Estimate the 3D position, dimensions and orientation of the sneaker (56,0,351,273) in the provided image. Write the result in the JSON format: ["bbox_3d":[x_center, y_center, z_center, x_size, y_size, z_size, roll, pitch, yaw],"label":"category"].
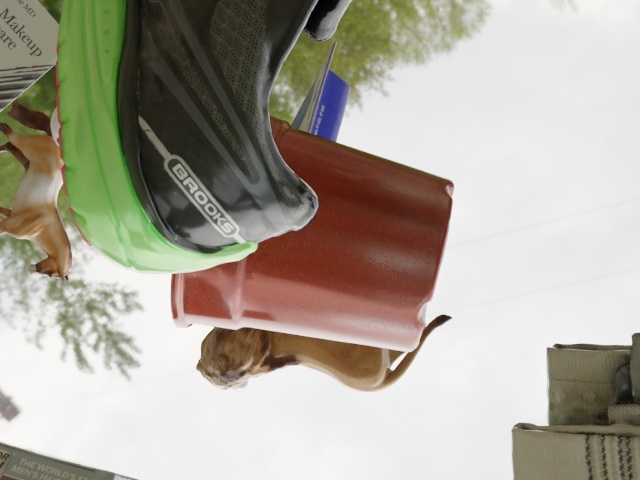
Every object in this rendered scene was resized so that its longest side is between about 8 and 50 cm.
[{"bbox_3d":[-0.078,-0.220,0.572,0.202,0.482,0.185,-1,-176,-12],"label":"sneaker"}]

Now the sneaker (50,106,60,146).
[{"bbox_3d":[-0.205,-0.194,0.951,0.118,0.110,0.292,11,-132,39],"label":"sneaker"}]

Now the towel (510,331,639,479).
[{"bbox_3d":[0.242,0.204,0.378,0.312,0.324,0.056,-4,175,39],"label":"towel"}]

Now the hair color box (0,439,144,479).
[{"bbox_3d":[-0.238,0.308,0.892,0.185,0.374,0.113,10,-111,17],"label":"hair color box"}]

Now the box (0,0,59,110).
[{"bbox_3d":[-0.390,-0.147,0.825,0.275,0.113,0.094,-50,-155,-19],"label":"box"}]

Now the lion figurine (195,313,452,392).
[{"bbox_3d":[0.002,0.171,1.367,0.392,0.142,0.240,12,-122,18],"label":"lion figurine"}]

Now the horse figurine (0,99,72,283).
[{"bbox_3d":[-0.432,-0.081,1.186,0.175,0.263,0.066,9,170,-4],"label":"horse figurine"}]

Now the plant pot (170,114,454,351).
[{"bbox_3d":[0.000,0.000,0.931,0.265,0.272,0.272,14,-144,3],"label":"plant pot"}]

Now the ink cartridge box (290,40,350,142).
[{"bbox_3d":[-0.029,-0.132,1.296,0.371,0.069,0.175,123,-16,-61],"label":"ink cartridge box"}]
